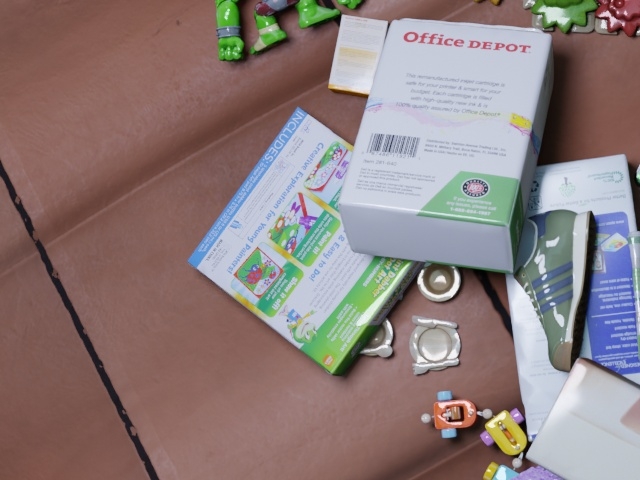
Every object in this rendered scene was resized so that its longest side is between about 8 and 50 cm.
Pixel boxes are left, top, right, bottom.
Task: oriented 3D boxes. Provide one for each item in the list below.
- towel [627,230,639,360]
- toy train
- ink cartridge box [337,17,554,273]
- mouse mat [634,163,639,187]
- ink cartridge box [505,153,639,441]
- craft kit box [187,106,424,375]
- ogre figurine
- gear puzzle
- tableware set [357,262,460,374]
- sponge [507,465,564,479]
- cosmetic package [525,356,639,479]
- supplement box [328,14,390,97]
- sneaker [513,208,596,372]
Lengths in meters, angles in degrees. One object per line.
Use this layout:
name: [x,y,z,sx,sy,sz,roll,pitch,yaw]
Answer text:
towel: [0.398,0.070,1.712,0.023,0.113,0.152,-10,77,43]
toy train: [0.197,0.263,1.775,0.125,0.046,0.166,-12,79,13]
ink cartridge box: [0.156,-0.117,1.726,0.201,0.117,0.278,8,60,16]
mouse mat: [0.487,-0.097,1.732,0.190,0.007,0.152,31,99,29]
ink cartridge box: [0.312,0.070,1.756,0.165,0.065,0.332,-7,82,12]
craft kit box: [0.000,0.000,1.829,0.247,0.061,0.250,38,93,21]
ogre figurine: [-0.054,-0.318,1.862,0.197,0.097,0.118,-23,92,21]
gear puzzle: [0.338,-0.343,1.798,0.339,0.044,0.175,5,86,13]
tableware set: [0.109,0.083,1.823,0.141,0.020,0.168,4,86,13]
sponge: [0.290,0.341,1.651,0.117,0.031,0.210,-25,44,-9]
cosmetic package: [0.390,0.251,1.575,0.296,0.153,0.129,29,92,16]
supplement box: [0.051,-0.235,1.858,0.062,0.036,0.098,11,88,13]
sneaker: [0.270,0.056,1.708,0.086,0.064,0.192,6,85,22]
